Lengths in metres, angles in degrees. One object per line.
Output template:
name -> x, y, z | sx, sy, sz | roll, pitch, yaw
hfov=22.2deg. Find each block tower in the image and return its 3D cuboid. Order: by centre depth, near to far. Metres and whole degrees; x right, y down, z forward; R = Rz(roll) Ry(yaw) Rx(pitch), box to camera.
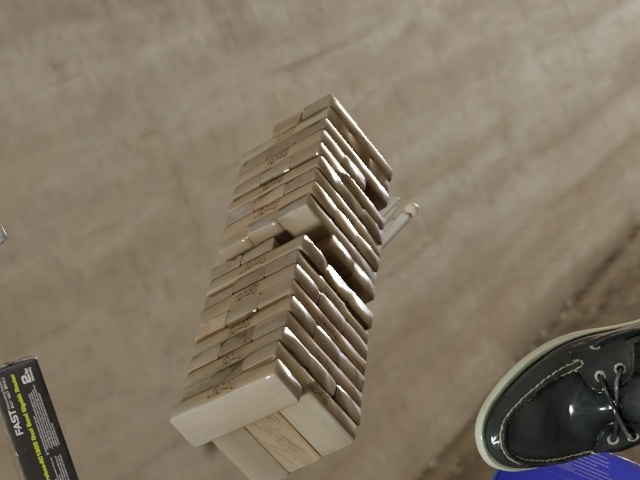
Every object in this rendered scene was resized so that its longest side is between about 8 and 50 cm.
block tower -> -0.019, 0.032, 1.192 | 0.091, 0.097, 0.335 | -28, 27, 26

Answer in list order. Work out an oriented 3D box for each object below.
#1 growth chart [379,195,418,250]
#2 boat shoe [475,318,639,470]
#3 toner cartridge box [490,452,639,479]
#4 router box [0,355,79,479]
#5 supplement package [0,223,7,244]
growth chart -> 0.000, 0.000, 1.739 | 0.172, 0.021, 0.237 | -43, 26, -16
boat shoe -> 0.324, 0.155, 1.695 | 0.340, 0.127, 0.113 | -15, 11, -24
toner cartridge box -> 0.369, 0.348, 1.935 | 0.347, 0.075, 0.165 | 22, 40, 13
router box -> -0.210, 0.148, 1.199 | 0.038, 0.122, 0.092 | -20, -1, -14
supplement package -> -0.302, 0.002, 0.786 | 0.194, 0.149, 0.203 | -29, 1, -44
